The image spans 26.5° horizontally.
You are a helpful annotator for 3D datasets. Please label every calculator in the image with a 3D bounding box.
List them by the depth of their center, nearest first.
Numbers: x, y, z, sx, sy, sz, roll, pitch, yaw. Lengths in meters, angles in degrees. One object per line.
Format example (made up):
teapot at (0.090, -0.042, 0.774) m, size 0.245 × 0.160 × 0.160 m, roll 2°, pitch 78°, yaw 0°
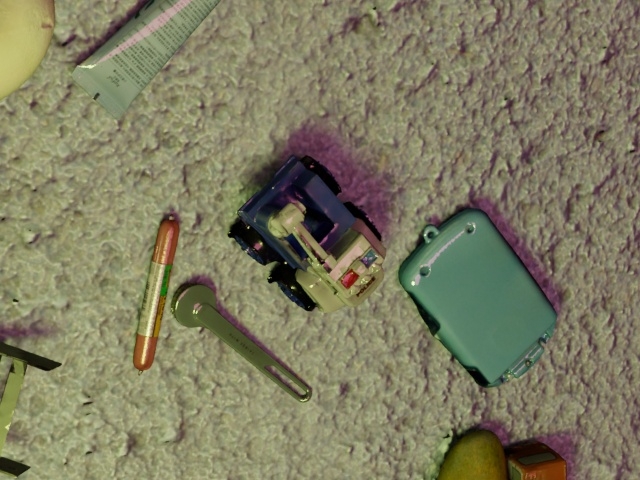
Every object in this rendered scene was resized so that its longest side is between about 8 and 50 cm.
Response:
calculator at (0.232, 0.086, 1.989) m, size 0.173 × 0.051 × 0.293 m, roll -42°, pitch 115°, yaw -8°

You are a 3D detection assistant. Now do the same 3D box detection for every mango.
mango at (0.224, 0.434, 2.035) m, size 0.146 × 0.129 × 0.289 m, roll -9°, pitch 98°, yaw -20°

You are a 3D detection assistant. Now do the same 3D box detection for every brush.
brush at (-0.105, 0.147, 1.874) m, size 0.062 × 0.027 × 0.266 m, roll -50°, pitch 120°, yaw -5°

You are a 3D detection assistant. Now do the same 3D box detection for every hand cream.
hand cream at (-0.193, -0.277, 1.710) m, size 0.271 × 0.058 × 0.091 m, roll -47°, pitch 128°, yaw -3°

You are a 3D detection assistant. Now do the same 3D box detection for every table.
table at (-0.434, 0.198, 1.710) m, size 0.175 × 0.062 × 0.146 m, roll 19°, pitch 96°, yaw 6°

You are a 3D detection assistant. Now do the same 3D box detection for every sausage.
sausage at (-0.218, 0.073, 1.798) m, size 0.029 × 0.029 × 0.223 m, roll 8°, pitch 100°, yaw -25°

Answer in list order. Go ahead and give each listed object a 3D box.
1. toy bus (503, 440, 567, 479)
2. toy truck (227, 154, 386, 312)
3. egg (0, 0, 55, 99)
toy bus at (0.332, 0.517, 2.119) m, size 0.093 × 0.092 × 0.409 m, roll -11°, pitch 107°, yaw -21°
toy truck at (0.000, 0.000, 1.795) m, size 0.161 × 0.177 × 0.213 m, roll -47°, pitch 116°, yaw -8°
egg at (-0.436, -0.268, 1.537) m, size 0.286 × 0.174 × 0.264 m, roll 5°, pitch 97°, yaw -21°
